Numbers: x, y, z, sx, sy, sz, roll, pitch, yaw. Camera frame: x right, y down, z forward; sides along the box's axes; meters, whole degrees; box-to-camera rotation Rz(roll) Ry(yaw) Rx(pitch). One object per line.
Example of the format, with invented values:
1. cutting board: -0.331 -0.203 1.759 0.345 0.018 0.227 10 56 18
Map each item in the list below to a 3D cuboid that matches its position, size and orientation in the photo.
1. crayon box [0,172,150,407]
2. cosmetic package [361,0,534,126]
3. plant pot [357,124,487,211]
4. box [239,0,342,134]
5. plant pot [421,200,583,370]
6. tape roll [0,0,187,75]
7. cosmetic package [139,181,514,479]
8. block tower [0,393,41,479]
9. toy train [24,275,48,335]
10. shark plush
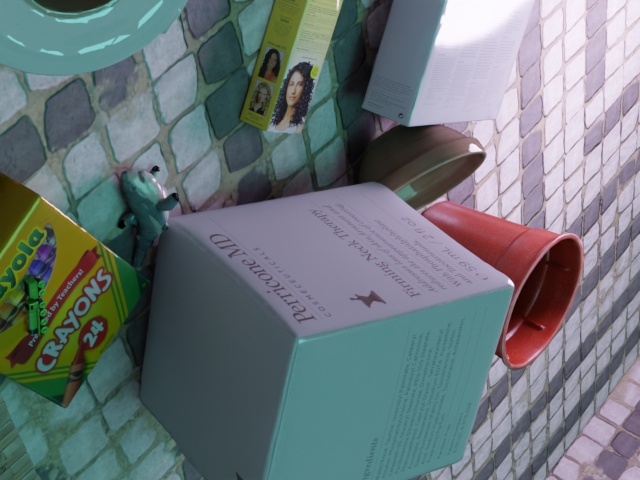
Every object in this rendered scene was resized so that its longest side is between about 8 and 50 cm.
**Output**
1. crayon box: -0.360 0.059 1.473 0.202 0.081 0.318 -57 148 -9
2. cosmetic package: 0.227 -0.340 1.992 0.377 0.097 0.284 -13 125 -60
3. plant pot: 0.147 -0.126 2.006 0.237 0.110 0.237 -28 169 -6
4. box: -0.038 -0.269 1.726 0.087 0.058 0.232 -4 115 -55
5. plant pot: 0.305 0.065 2.273 0.272 0.265 0.272 -35 138 -39
6. tape roll: -0.255 -0.308 1.206 0.286 0.100 0.286 -20 133 -23
7. cosmetic package: 0.001 0.150 1.744 0.393 0.329 0.327 -11 126 -37
8. block tower: -0.427 0.273 1.522 0.097 0.091 0.335 -44 144 -29
9. toy train: -0.335 0.078 1.429 0.023 0.017 0.083 -21 130 -35
10. shark plush: -0.243 -0.035 1.632 0.067 0.073 0.161 -13 147 -28
